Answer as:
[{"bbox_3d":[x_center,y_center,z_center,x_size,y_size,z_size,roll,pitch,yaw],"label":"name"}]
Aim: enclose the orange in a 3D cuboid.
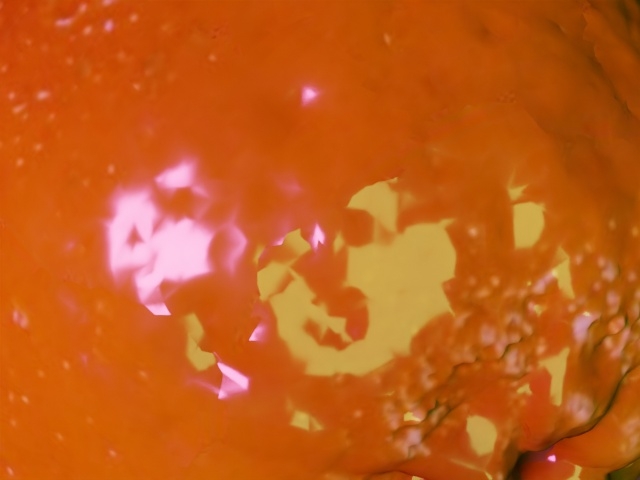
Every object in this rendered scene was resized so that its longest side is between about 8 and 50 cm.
[{"bbox_3d":[0.000,0.000,0.585,0.341,0.293,0.340,-18,131,-22],"label":"orange"}]
